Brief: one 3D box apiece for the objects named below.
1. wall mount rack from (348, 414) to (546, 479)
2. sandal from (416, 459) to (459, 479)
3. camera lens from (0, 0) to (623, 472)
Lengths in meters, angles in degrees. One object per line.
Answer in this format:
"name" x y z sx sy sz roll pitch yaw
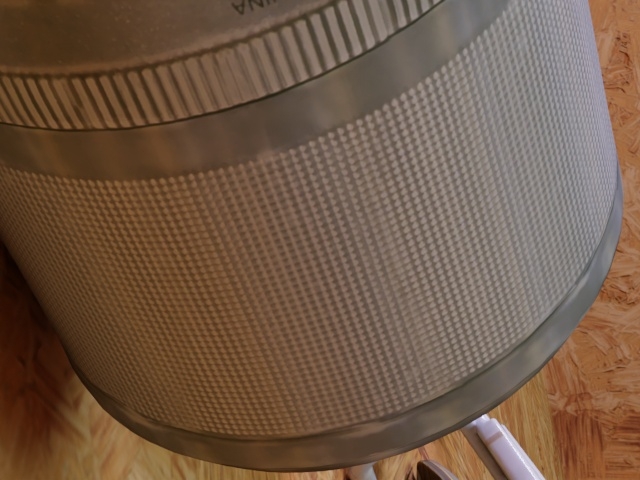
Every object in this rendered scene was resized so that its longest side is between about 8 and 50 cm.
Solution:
"wall mount rack" 0.145 0.265 1.157 0.350 0.130 0.304 56 0 35
"sandal" 0.136 0.229 1.318 0.180 0.049 0.072 20 -64 57
"camera lens" -0.022 -0.074 0.543 0.219 0.219 0.274 -90 165 -45
